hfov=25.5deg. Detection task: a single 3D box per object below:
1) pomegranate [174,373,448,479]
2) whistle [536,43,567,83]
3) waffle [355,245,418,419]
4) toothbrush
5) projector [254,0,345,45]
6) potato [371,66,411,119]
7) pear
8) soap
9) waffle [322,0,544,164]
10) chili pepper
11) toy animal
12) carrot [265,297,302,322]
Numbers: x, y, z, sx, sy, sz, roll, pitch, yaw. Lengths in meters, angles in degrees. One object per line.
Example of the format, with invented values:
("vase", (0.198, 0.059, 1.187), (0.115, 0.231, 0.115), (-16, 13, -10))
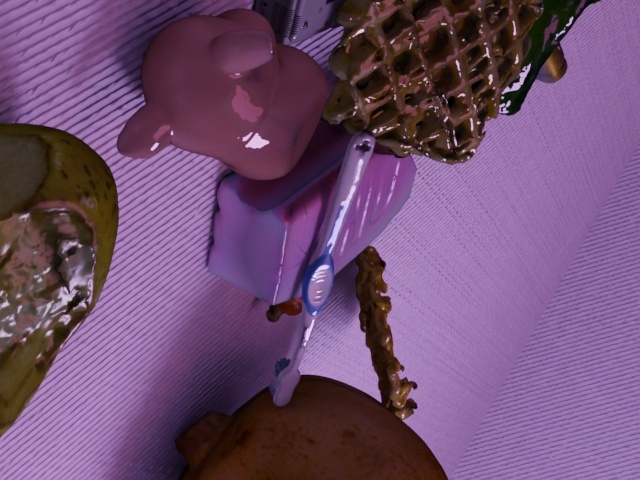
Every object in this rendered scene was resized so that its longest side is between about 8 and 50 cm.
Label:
("pomegranate", (-0.024, 0.358, 1.850), (0.417, 0.416, 0.417), (-49, 156, -30))
("whistle", (0.345, -0.330, 2.258), (0.068, 0.057, 0.326), (-52, 159, 0))
("waffle", (0.094, 0.145, 2.075), (0.060, 0.281, 0.262), (-14, 141, 1))
("toothbrush", (0.000, 0.041, 1.643), (0.040, 0.040, 0.386), (-33, 148, -52))
("projector", (-0.003, -0.278, 1.497), (0.147, 0.061, 0.115), (-34, 148, -49))
("potato", (0.138, -0.225, 1.764), (0.234, 0.146, 0.150), (-47, 165, -28))
("pear", (-0.264, 0.039, 1.151), (0.255, 0.164, 0.238), (-46, 153, -37))
("soap", (-0.002, -0.047, 1.733), (0.324, 0.109, 0.193), (-41, 153, -44))
("waffle", (0.138, -0.229, 1.597), (0.317, 0.073, 0.297), (10, 105, -49))
("chili pepper", (0.319, -0.358, 1.974), (0.213, 0.167, 0.385), (-5, 122, -48))
("toy animal", (-0.082, -0.136, 1.361), (0.166, 0.154, 0.250), (-56, 158, 11))
("carrot", (0.000, 0.000, 1.876), (0.257, 0.061, 0.061), (-58, 160, -18))
